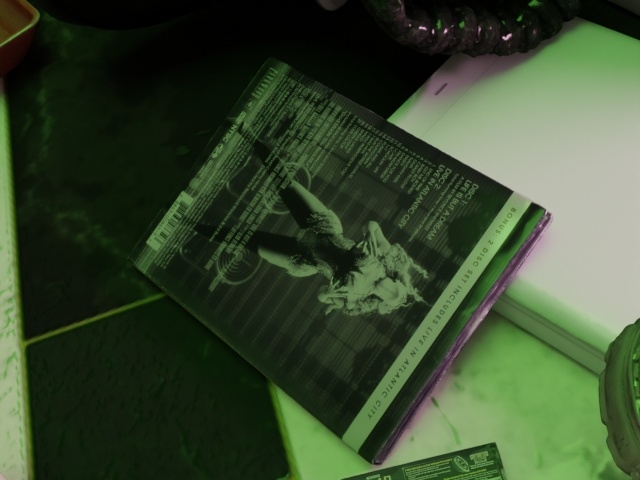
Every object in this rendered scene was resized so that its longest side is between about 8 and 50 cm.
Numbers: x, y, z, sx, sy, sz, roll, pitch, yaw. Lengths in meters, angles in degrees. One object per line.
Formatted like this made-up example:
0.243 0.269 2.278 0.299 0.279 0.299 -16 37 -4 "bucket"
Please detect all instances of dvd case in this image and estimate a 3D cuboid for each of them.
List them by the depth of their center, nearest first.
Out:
0.000 0.000 0.540 0.221 0.018 0.165 34 88 33 "dvd case"

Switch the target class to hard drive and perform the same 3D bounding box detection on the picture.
0.182 -0.023 0.525 0.307 0.040 0.203 32 68 32 "hard drive"

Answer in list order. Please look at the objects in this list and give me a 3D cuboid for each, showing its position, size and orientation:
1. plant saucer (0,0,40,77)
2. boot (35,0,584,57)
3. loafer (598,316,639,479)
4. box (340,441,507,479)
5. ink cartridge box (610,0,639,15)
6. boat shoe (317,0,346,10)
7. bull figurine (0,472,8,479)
-0.388 -0.153 0.768 0.259 0.048 0.258 -39 54 -15 "plant saucer"
-0.015 -0.192 0.596 0.348 0.131 0.260 -27 52 -4 "boot"
0.276 0.065 0.355 0.319 0.111 0.112 0 70 -5 "loafer"
0.056 0.143 0.451 0.083 0.018 0.067 -15 52 4 "box"
0.259 -0.287 0.473 0.166 0.395 0.285 -40 54 -11 "ink cartridge box"
0.000 -0.215 0.720 0.035 0.035 0.100 -24 51 33 "boat shoe"
-0.126 0.213 0.388 0.188 0.101 0.310 -12 46 3 "bull figurine"
